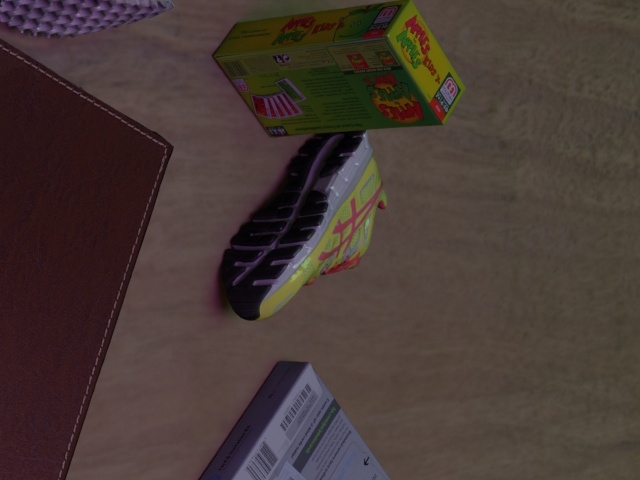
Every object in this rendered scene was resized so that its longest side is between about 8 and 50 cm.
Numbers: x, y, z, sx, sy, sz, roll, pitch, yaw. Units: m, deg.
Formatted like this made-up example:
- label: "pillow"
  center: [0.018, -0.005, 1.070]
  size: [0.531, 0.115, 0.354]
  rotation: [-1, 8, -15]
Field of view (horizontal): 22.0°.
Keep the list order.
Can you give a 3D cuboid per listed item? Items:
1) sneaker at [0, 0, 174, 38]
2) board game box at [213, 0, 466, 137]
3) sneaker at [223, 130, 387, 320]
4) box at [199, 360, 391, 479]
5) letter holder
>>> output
- label: "sneaker"
  center: [-0.210, -0.227, 1.098]
  size: [0.293, 0.102, 0.146]
  rotation: [7, 76, -50]
- label: "board game box"
  center: [0.013, -0.131, 1.281]
  size: [0.092, 0.181, 0.043]
  rotation: [54, 53, -33]
- label: "sneaker"
  center: [0.000, 0.000, 1.342]
  size: [0.208, 0.081, 0.094]
  rotation: [-54, 128, -34]
- label: "box"
  center: [-0.012, 0.214, 1.356]
  size: [0.186, 0.038, 0.145]
  rotation: [56, 52, -30]
- label: "letter holder"
  center: [-0.255, 0.034, 1.010]
  size: [0.214, 0.152, 0.302]
  rotation: [32, 67, -41]
